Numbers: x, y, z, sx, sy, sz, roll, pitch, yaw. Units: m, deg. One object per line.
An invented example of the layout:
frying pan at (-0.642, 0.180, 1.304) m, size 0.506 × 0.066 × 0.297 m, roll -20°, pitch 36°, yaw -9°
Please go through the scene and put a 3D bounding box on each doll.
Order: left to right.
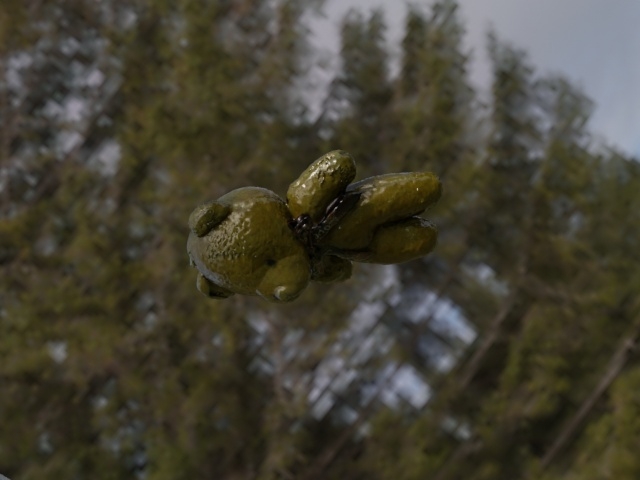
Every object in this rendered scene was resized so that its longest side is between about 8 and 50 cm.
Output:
doll at (0.000, 0.000, 1.403) m, size 0.209 × 0.097 × 0.137 m, roll -11°, pitch -39°, yaw -10°

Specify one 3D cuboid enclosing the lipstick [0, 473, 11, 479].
lipstick at (-0.222, 0.265, 1.438) m, size 0.080 × 0.371 × 0.076 m, roll -17°, pitch -53°, yaw -61°
